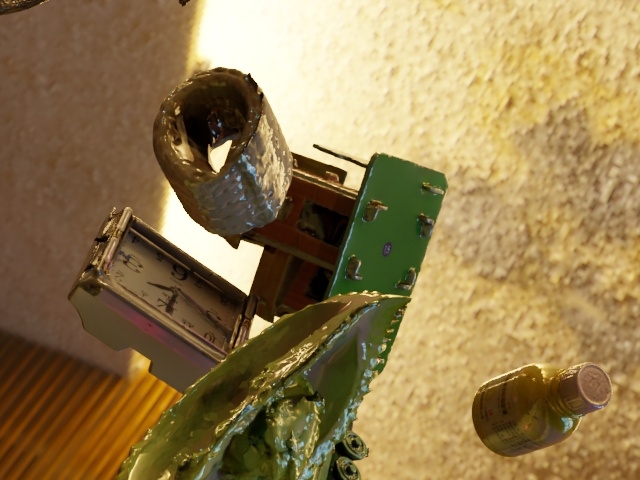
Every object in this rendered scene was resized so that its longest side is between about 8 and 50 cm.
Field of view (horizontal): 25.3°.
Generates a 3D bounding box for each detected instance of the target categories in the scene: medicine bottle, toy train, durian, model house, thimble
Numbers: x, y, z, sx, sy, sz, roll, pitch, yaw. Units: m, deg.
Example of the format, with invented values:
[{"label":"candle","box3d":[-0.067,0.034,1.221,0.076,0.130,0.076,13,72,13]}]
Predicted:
[{"label":"medicine bottle","box3d":[0.323,0.233,2.051,0.122,0.122,0.212,42,-36,-11]},{"label":"toy train","box3d":[-0.009,0.259,1.629,0.111,0.170,0.071,38,-60,-12]},{"label":"durian","box3d":[-0.072,0.170,1.375,0.157,0.355,0.169,38,-25,15]},{"label":"model house","box3d":[0.000,0.000,2.034,0.324,0.300,0.340,22,6,33]},{"label":"thimble","box3d":[-0.078,-0.073,1.146,0.102,0.115,0.090,-23,-37,0]}]

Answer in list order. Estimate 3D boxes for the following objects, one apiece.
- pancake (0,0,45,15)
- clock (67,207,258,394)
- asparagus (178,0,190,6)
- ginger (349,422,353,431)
[{"label":"pancake","box3d":[-0.304,-0.264,1.461,0.115,0.115,0.011,8,-40,31]},{"label":"clock","box3d":[-0.200,0.084,1.852,0.253,0.186,0.083,36,-58,-14]},{"label":"asparagus","box3d":[-0.137,-0.314,1.726,0.016,0.013,0.166,12,-17,-27]},{"label":"ginger","box3d":[0.011,0.260,2.055,0.176,0.053,0.193,111,-36,-54]}]
